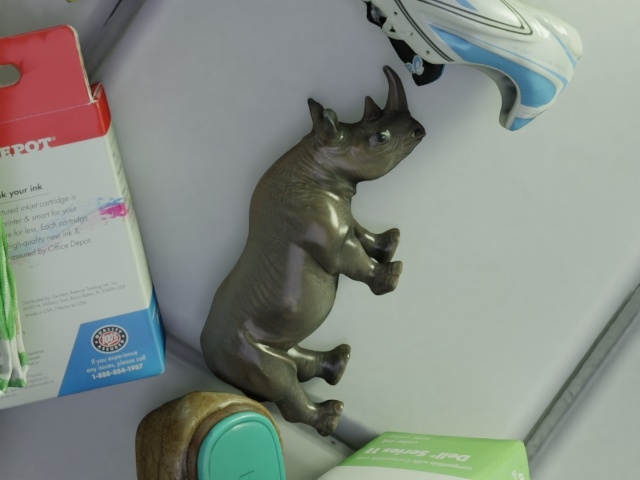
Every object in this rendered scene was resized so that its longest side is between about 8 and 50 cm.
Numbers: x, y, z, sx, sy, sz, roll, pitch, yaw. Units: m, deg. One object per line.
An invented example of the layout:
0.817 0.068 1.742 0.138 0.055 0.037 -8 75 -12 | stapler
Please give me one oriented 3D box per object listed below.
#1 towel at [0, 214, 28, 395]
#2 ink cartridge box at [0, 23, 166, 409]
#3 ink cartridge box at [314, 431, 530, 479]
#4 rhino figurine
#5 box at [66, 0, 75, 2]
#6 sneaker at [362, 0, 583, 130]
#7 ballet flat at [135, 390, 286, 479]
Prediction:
-0.299 -0.067 0.978 0.248 0.038 0.325 2 106 30 | towel
-0.189 -0.017 1.035 0.134 0.078 0.231 -12 104 -1 | ink cartridge box
0.006 0.276 0.982 0.119 0.353 0.207 1 107 36 | ink cartridge box
0.000 0.000 1.055 0.106 0.073 0.243 20 100 -11 | rhino figurine
-0.127 -0.247 1.003 0.105 0.043 0.179 -10 106 -1 | box
0.055 -0.154 1.012 0.237 0.085 0.086 33 89 -10 | sneaker
-0.070 0.264 1.091 0.116 0.124 0.342 -18 104 -36 | ballet flat
